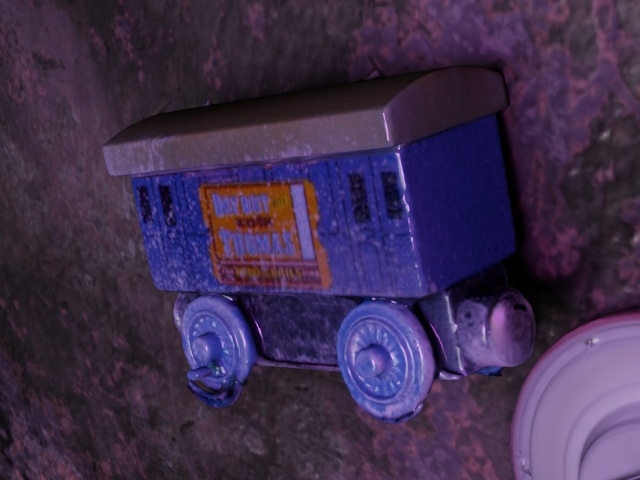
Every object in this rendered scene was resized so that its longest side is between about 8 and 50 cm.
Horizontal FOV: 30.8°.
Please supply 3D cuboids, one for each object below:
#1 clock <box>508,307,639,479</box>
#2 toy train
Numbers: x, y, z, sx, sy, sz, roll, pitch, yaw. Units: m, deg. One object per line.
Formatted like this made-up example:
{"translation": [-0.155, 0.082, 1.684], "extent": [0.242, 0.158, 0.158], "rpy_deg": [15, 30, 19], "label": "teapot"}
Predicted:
{"translation": [0.213, 0.151, 0.653], "extent": [0.244, 0.056, 0.244], "rpy_deg": [24, 128, 36], "label": "clock"}
{"translation": [0.000, 0.000, 0.741], "extent": [0.300, 0.131, 0.202], "rpy_deg": [-2, 102, 45], "label": "toy train"}
